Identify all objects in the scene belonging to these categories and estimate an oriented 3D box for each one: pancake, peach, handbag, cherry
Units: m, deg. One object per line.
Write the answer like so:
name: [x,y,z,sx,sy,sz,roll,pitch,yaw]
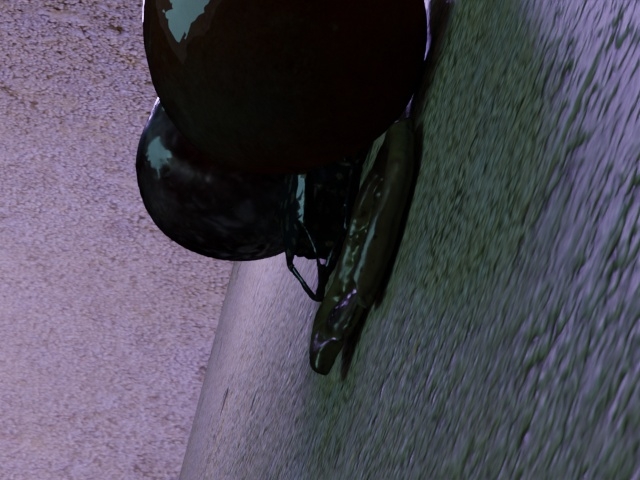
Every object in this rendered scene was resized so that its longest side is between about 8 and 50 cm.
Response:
pancake: [0.037,0.003,1.528,0.212,0.029,0.235,-77,8,-47]
peach: [-0.035,-0.175,1.617,0.252,0.252,0.252,-164,90,-85]
handbag: [0.000,0.000,1.805,0.115,0.072,0.139,111,160,-52]
cherry: [-0.076,-0.097,1.970,0.255,0.218,0.296,-57,-10,-9]

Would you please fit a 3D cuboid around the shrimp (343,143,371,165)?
shrimp: [0.047,-0.125,1.788,0.195,0.035,0.148,-74,4,-60]
